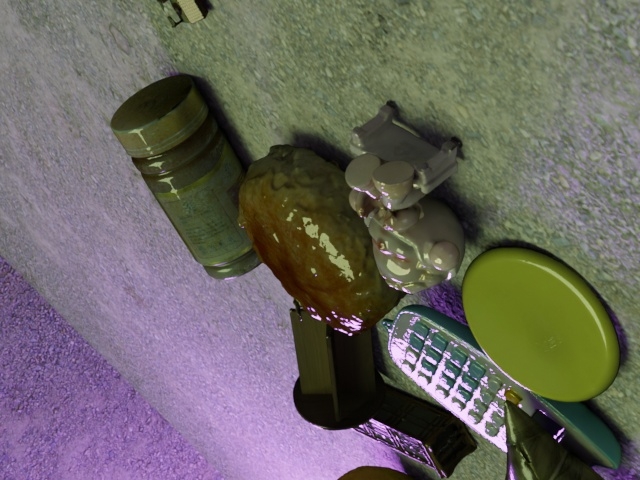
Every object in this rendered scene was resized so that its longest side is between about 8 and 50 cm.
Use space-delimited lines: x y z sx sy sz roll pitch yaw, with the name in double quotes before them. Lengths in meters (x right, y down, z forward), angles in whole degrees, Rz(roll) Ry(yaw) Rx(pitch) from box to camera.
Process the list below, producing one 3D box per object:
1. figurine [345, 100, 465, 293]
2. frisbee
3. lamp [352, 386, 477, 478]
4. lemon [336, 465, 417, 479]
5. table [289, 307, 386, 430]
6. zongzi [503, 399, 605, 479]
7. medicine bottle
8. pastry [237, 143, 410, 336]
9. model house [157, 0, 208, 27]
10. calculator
"figurine" 0.110 -0.034 1.525 0.182 0.144 0.256 14 143 23
"frisbee" 0.273 0.110 1.520 0.236 0.017 0.236 29 138 30
"lamp" 0.132 0.320 2.139 0.325 0.089 0.090 16 141 53
"lemon" 0.114 0.581 2.394 0.310 0.258 0.258 24 149 41
"table" 0.024 0.193 2.063 0.167 0.167 0.226 33 145 35
"zongzi" 0.277 0.314 1.683 0.204 0.094 0.205 47 157 -4
"medicine bottle" -0.200 -0.097 1.967 0.151 0.151 0.322 19 145 52
"pastry" 0.000 0.000 1.768 0.330 0.136 0.329 40 160 18
"model house" -0.202 -0.342 1.682 0.058 0.057 0.083 21 144 58
"calculator" 0.249 0.223 1.735 0.386 0.054 0.256 33 156 12
